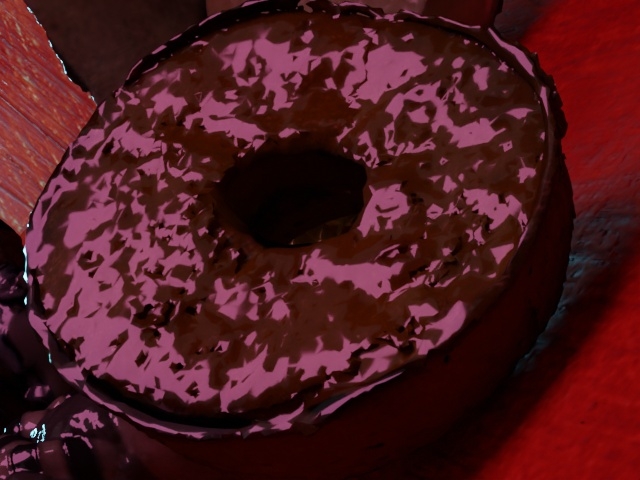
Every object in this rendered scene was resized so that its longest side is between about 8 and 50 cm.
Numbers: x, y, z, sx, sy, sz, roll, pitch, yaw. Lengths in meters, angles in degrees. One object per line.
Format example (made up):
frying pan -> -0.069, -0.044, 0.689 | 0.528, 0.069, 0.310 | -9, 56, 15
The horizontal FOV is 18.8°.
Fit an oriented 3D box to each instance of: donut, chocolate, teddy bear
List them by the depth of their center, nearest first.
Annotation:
donut -> 0.000, 0.004, 0.913 | 0.272, 0.107, 0.272 | -16, 48, 19
teddy bear -> -0.085, 0.085, 1.067 | 0.251, 0.144, 0.171 | -44, 1, 9
chocolate -> -0.103, -0.133, 1.472 | 0.100, 0.303, 0.185 | -27, 18, 19

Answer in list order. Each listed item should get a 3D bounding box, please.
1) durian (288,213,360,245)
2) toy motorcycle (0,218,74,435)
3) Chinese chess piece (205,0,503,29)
durian -> 0.000, 0.000, 1.250 | 0.215, 0.086, 0.100 | -41, -20, 21
toy motorcycle -> -0.230, 0.110, 1.159 | 0.134, 0.207, 0.401 | -18, 16, 45
Chinese chess piece -> 0.025, -0.187, 1.372 | 0.238, 0.238, 0.092 | -42, -31, 28
